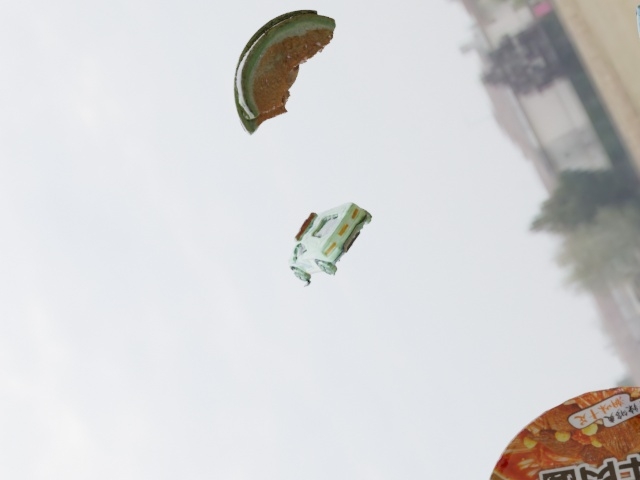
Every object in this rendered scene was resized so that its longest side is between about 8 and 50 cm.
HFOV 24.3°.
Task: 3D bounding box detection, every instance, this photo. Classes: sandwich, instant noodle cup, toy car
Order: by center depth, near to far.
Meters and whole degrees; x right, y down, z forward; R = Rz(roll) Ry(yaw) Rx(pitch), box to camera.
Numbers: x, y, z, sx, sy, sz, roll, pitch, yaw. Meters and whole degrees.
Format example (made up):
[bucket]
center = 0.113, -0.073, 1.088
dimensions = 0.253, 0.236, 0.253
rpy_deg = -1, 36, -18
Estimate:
[instant noodle cup]
center = 0.268, 0.274, 1.248
dimensions = 0.192, 0.250, 0.250
rpy_deg = 73, 180, -50
[sandwich]
center = -0.043, -0.163, 1.393
dimensions = 0.067, 0.135, 0.029
rpy_deg = 31, 175, -15
[toy car]
center = 0.000, 0.000, 1.770
dimensions = 0.058, 0.093, 0.186
rpy_deg = 36, 165, -10

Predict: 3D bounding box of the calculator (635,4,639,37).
[calculator]
center = 0.399, -0.256, 1.753
dimensions = 0.141, 0.019, 0.094
rpy_deg = -20, -78, -58
